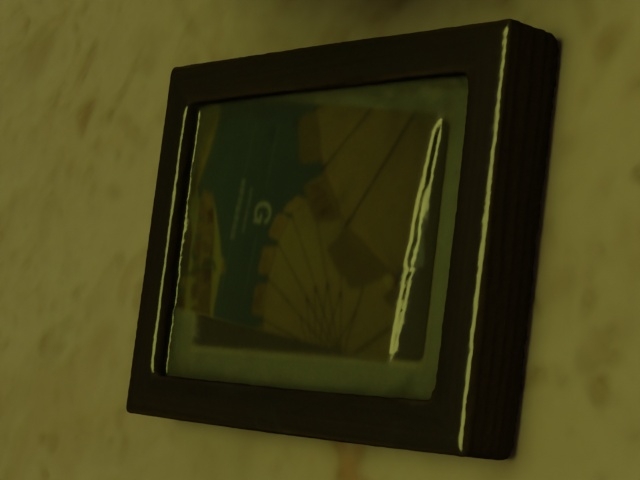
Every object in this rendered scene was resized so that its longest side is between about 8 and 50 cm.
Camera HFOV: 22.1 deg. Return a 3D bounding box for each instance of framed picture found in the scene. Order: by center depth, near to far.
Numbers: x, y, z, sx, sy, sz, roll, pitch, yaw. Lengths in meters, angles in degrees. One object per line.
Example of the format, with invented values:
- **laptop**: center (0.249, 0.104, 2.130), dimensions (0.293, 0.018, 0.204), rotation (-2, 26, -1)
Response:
- **framed picture**: center (0.000, 0.000, 0.534), dimensions (0.168, 0.023, 0.127), rotation (0, 80, 49)
